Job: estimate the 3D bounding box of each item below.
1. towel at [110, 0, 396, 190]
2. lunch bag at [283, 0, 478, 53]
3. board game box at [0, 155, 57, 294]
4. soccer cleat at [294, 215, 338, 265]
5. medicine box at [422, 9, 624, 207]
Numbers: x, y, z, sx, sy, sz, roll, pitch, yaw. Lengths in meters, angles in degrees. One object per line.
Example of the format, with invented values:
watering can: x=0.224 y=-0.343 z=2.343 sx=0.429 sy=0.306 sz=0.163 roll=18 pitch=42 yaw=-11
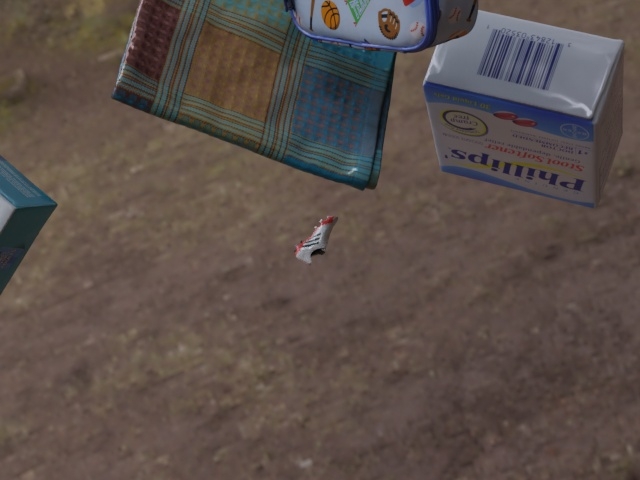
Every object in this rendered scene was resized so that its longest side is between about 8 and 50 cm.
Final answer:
towel: x=-0.072 y=-0.235 z=1.884 sx=0.040 sy=0.370 sz=0.271 roll=135 pitch=150 yaw=-56
lunch bag: x=0.058 y=-0.365 z=1.766 sx=0.115 sy=0.243 sz=0.303 roll=-25 pitch=28 yaw=-34
board game box: x=-0.457 y=0.021 z=1.443 sx=0.336 sy=0.254 sz=0.079 roll=-56 pitch=-16 yaw=17
soccer cleat: x=0.000 y=0.000 z=1.928 sx=0.083 sy=0.035 sz=0.029 roll=-44 pitch=-15 yaw=-23
medicine box: x=0.313 y=-0.198 z=2.145 sx=0.264 sy=0.289 sz=0.149 roll=15 pitch=69 yaw=17
